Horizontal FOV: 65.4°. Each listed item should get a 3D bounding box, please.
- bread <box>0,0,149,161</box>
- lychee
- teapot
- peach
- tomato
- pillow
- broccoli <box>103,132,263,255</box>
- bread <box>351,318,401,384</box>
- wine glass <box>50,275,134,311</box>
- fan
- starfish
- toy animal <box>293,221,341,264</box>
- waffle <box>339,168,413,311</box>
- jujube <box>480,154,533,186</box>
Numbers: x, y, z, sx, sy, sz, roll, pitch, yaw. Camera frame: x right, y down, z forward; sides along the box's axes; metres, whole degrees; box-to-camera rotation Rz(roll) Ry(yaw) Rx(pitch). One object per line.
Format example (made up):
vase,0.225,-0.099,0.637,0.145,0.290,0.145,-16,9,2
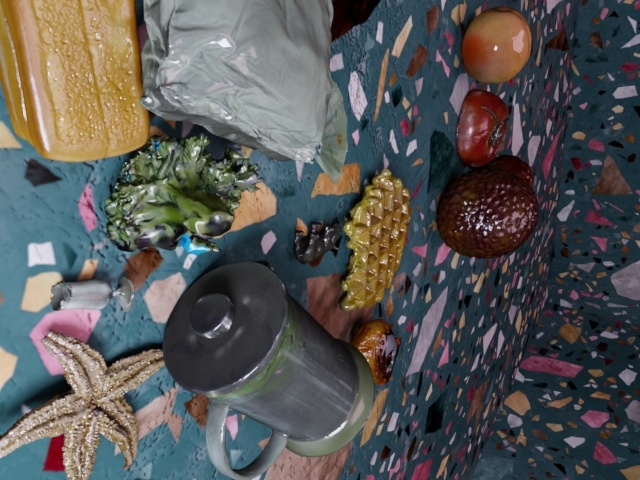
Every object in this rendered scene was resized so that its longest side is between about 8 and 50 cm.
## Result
bread,-0.232,-0.176,0.463,0.116,0.077,0.200,-29,126,-50
lychee,0.444,-0.075,1.343,0.261,0.261,0.260,-26,122,-49
teapot,-0.079,0.200,0.719,0.337,0.201,0.270,53,53,-48
peach,0.441,-0.493,1.252,0.184,0.184,0.184,-26,122,-49
tomato,0.477,-0.320,1.434,0.228,0.101,0.227,-29,128,-46
pillow,-0.078,-0.248,0.585,0.310,0.138,0.283,8,82,-63
broccoli,-0.149,-0.042,0.562,0.167,0.160,0.154,6,115,-38
bread,0.127,0.262,1.155,0.139,0.095,0.269,-64,159,-14
wine glass,-0.253,0.063,0.554,0.083,0.039,0.042,2,89,-54
fan,0.009,-0.205,0.870,0.131,0.009,0.240,-55,141,-32
starfish,-0.263,0.195,0.587,0.241,0.043,0.227,-25,124,-54
toy animal,0.000,0.000,0.899,0.136,0.047,0.064,-30,131,-55
waffle,0.120,0.002,1.055,0.282,0.058,0.300,1,104,-59
jujube,0.585,-0.187,1.588,0.250,0.174,0.174,-36,131,-58
